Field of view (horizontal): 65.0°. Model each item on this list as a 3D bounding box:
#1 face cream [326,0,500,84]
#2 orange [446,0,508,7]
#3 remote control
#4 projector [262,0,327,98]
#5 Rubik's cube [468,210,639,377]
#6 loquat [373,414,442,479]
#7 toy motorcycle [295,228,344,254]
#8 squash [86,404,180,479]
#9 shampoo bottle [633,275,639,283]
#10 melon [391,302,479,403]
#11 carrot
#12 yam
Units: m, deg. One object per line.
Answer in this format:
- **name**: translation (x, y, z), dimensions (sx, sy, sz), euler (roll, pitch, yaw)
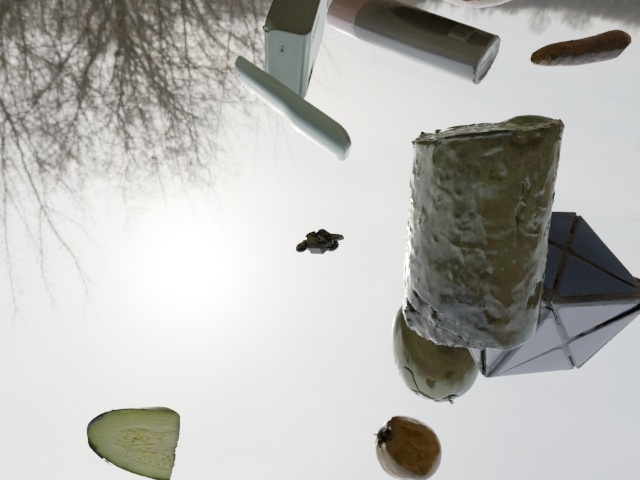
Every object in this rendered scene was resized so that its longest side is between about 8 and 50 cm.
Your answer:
- **face cream**: translation (0.146, -0.335, 0.808), dimensions (0.269, 0.073, 0.107), euler (30, -135, 20)
- **orange**: translation (0.248, -0.487, 0.747), dimensions (0.275, 0.274, 0.274), euler (9, -150, -5)
- **remote control**: translation (-0.032, -0.150, 0.583), dimensions (0.162, 0.029, 0.061), euler (35, 174, 4)
- **projector**: translation (-0.057, -0.486, 1.162), dimensions (0.108, 0.198, 0.250), euler (11, -117, 1)
- **Rubik's cube**: translation (0.434, 0.110, 1.034), dimensions (0.260, 0.254, 0.260), euler (1, -136, -17)
- **loquat**: translation (0.271, 0.650, 1.578), dimensions (0.234, 0.176, 0.187), euler (26, -120, -7)
- **toy motorcycle**: translation (0.000, 0.000, 1.910), dimensions (0.194, 0.061, 0.124), euler (-3, -138, 33)
- **squash**: translation (-0.522, 0.566, 1.398), dimensions (0.204, 0.236, 0.155), euler (20, -166, 25)
- **shampoo bottle**: translation (0.639, 0.075, 1.222), dimensions (0.260, 0.064, 0.102), euler (24, -145, 33)
- **melon**: translation (0.344, 0.316, 1.484), dimensions (0.269, 0.268, 0.329), euler (5, -124, -11)
- **carrot**: translation (0.570, -0.415, 1.101), dimensions (0.315, 0.066, 0.066), euler (-19, -139, -27)
- **yam**: translation (0.206, -0.012, 0.670), dimensions (0.195, 0.299, 0.195), euler (-1, -161, 0)
